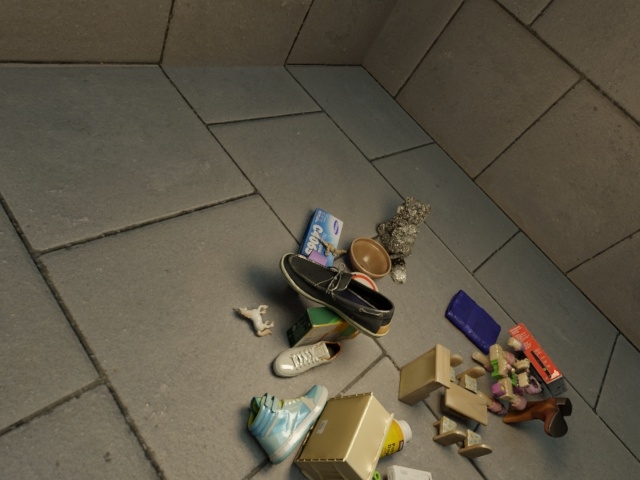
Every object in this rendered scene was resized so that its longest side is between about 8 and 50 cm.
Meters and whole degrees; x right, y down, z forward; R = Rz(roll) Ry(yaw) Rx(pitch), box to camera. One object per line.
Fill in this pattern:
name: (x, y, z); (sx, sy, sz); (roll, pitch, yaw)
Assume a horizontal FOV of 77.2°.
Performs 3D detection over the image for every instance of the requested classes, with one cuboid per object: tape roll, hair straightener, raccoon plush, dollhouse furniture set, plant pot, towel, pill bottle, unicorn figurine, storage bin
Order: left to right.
unicorn figurine: (-0.253, 0.303, 1.584); (0.111, 0.060, 0.162); (-17, 65, -42)
tape roll: (-0.054, 0.136, 1.766); (0.080, 0.189, 0.189); (35, 43, -2)
storage bin: (0.075, 0.669, 1.355); (0.123, 0.260, 0.262); (51, 42, -11)
plant pot: (0.231, 0.107, 2.040); (0.237, 0.110, 0.237); (19, 46, -21)
pill bottle: (0.235, 0.738, 1.499); (0.214, 0.117, 0.117); (1, 54, -33)
raccoon plush: (0.496, -0.019, 2.186); (0.216, 0.299, 0.447); (8, 51, -29)
dollhouse furniture set: (0.572, 0.643, 1.704); (0.394, 0.256, 0.362); (29, 44, -10)
towel: (0.826, 0.443, 2.187); (0.308, 0.076, 0.227); (44, 50, 5)
hair straightener: (1.083, 0.750, 2.105); (0.230, 0.047, 0.089); (29, 44, -18)

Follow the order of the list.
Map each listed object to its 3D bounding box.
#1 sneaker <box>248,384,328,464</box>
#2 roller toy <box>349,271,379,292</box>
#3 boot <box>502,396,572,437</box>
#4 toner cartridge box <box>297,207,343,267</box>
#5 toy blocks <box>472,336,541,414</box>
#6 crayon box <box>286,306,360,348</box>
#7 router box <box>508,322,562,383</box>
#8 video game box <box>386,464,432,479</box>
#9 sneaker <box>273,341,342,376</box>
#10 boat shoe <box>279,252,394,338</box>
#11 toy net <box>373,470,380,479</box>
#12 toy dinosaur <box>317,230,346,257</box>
sneaker: (-0.119, 0.574, 1.397); (0.208, 0.127, 0.319); (44, 42, 5)
roller toy: (0.166, 0.251, 1.845); (0.191, 0.146, 0.209); (31, 44, -7)
boot: (0.954, 0.794, 1.813); (0.264, 0.280, 0.096); (-30, 92, -46)
toner cartridge box: (0.000, 0.000, 2.001); (0.165, 0.075, 0.348); (30, 43, -13)
toy blocks: (0.924, 0.655, 1.893); (0.260, 0.309, 0.289); (33, 43, -12)
crayon box: (0.048, 0.345, 1.646); (0.322, 0.203, 0.083); (1, 53, -34)
router box: (1.120, 0.618, 2.065); (0.335, 0.082, 0.301); (42, 18, -46)
video game box: (0.332, 0.922, 1.431); (0.205, 0.048, 0.187); (27, 38, -27)
sneaker: (-0.044, 0.444, 1.561); (0.290, 0.123, 0.106); (-7, 61, -36)
boat shoe: (0.067, 0.180, 1.551); (0.500, 0.156, 0.187); (33, 36, 11)
toy net: (0.218, 0.928, 1.385); (0.122, 0.045, 0.232); (-13, 64, -55)
toy dinosaur: (0.041, 0.032, 1.922); (0.183, 0.053, 0.093); (34, 27, -18)
